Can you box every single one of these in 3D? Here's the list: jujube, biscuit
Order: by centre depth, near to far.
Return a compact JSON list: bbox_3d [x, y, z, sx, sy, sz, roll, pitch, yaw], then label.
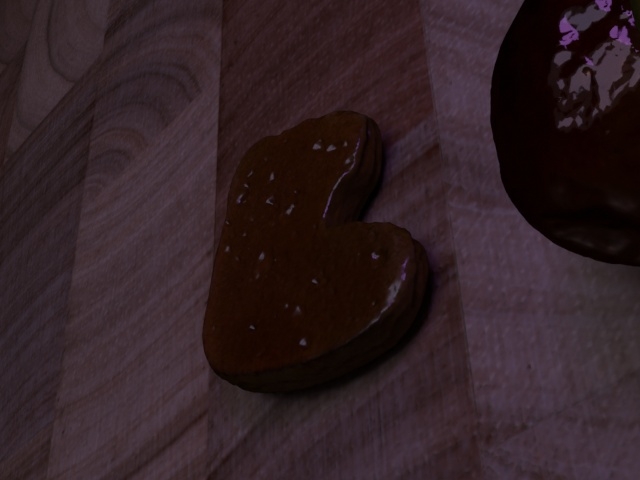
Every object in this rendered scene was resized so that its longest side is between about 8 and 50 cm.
[{"bbox_3d":[0.199,-0.113,0.665,0.190,0.190,0.255,2,64,57],"label":"jujube"},{"bbox_3d":[0.001,0.001,1.000,0.262,0.052,0.277,-24,48,41],"label":"biscuit"}]

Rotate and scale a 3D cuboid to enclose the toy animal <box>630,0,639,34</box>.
[{"bbox_3d":[0.214,-0.093,0.472,0.181,0.363,0.180,73,-142,-79],"label":"toy animal"}]
